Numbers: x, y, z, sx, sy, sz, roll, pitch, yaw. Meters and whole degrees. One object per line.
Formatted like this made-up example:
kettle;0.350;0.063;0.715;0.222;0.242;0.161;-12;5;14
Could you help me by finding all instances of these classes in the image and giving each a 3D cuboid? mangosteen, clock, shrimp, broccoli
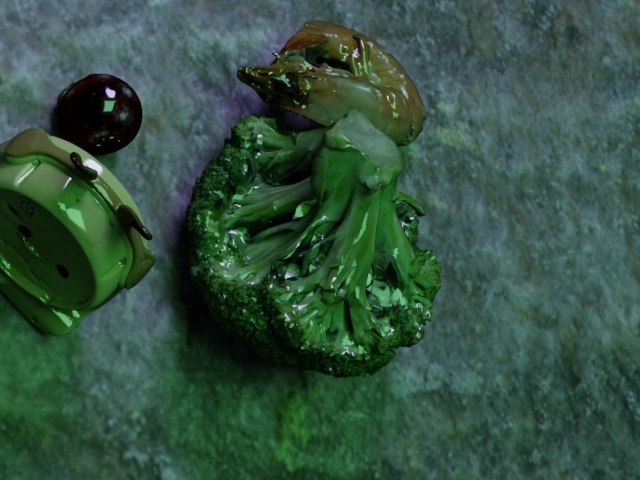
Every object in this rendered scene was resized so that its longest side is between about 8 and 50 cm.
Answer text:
mangosteen;-0.204;-0.119;1.752;0.081;0.081;0.081;11;70;-31
clock;-0.220;-0.015;1.613;0.170;0.232;0.069;49;55;-10
shrimp;0.011;-0.161;1.893;0.267;0.061;0.145;-2;65;-47
broccoli;0.000;0.000;1.771;0.261;0.241;0.269;32;28;0
